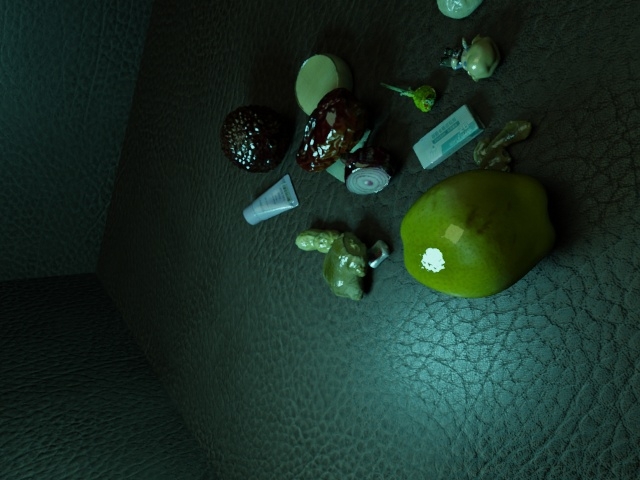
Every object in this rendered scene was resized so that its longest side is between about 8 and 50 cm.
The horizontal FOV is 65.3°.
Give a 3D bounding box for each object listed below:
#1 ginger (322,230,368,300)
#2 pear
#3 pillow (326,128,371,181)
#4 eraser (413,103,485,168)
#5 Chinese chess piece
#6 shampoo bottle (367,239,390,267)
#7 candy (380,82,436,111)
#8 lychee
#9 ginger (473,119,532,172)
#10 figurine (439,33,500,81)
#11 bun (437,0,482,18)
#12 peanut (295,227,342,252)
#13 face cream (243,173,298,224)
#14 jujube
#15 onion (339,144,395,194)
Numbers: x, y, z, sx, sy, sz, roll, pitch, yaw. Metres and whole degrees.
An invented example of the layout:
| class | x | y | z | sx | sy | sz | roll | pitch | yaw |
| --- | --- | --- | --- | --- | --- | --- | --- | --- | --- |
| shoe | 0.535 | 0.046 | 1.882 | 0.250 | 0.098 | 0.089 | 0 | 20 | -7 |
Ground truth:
| class | x | y | z | sx | sy | sz | roll | pitch | yaw |
| --- | --- | --- | --- | --- | --- | --- | --- | --- | --- |
| ginger | 0.107 | 0.103 | 1.854 | 0.221 | 0.130 | 0.275 | 9 | 117 | 54 |
| pear | 0.432 | -0.019 | 1.403 | 0.418 | 0.362 | 0.362 | -18 | 78 | 16 |
| pillow | 0.104 | -0.343 | 1.916 | 0.148 | 0.050 | 0.229 | 32 | 111 | 33 |
| eraser | 0.410 | -0.330 | 1.609 | 0.225 | 0.052 | 0.095 | -38 | 69 | 40 |
| Chinese chess piece | 0.012 | -0.601 | 1.954 | 0.250 | 0.103 | 0.249 | 4 | 96 | 44 |
| shampoo bottle | 0.213 | 0.045 | 1.834 | 0.099 | 0.043 | 0.072 | -46 | 60 | 37 |
| candy | 0.297 | -0.509 | 1.713 | 0.262 | 0.073 | 0.077 | 37 | 99 | 45 |
| lychee | -0.280 | -0.434 | 2.119 | 0.330 | 0.306 | 0.306 | 34 | 115 | 42 |
| ginger | 0.542 | -0.264 | 1.481 | 0.214 | 0.059 | 0.133 | -33 | 62 | 39 |
| figurine | 0.452 | -0.561 | 1.522 | 0.196 | 0.108 | 0.114 | 34 | 93 | 46 |
| bun | 0.424 | -0.785 | 1.532 | 0.183 | 0.102 | 0.183 | 3 | 95 | 42 |
| peanut | 0.000 | 0.000 | 2.002 | 0.229 | 0.103 | 0.098 | 4 | 82 | 42 |
| face cream | -0.220 | -0.166 | 2.233 | 0.274 | 0.096 | 0.154 | -29 | 69 | 28 |
| jujube | 0.033 | -0.389 | 1.830 | 0.342 | 0.216 | 0.216 | -45 | 62 | 40 |
| onion | 0.149 | -0.269 | 1.762 | 0.195 | 0.218 | 0.139 | -19 | 52 | 50 |
